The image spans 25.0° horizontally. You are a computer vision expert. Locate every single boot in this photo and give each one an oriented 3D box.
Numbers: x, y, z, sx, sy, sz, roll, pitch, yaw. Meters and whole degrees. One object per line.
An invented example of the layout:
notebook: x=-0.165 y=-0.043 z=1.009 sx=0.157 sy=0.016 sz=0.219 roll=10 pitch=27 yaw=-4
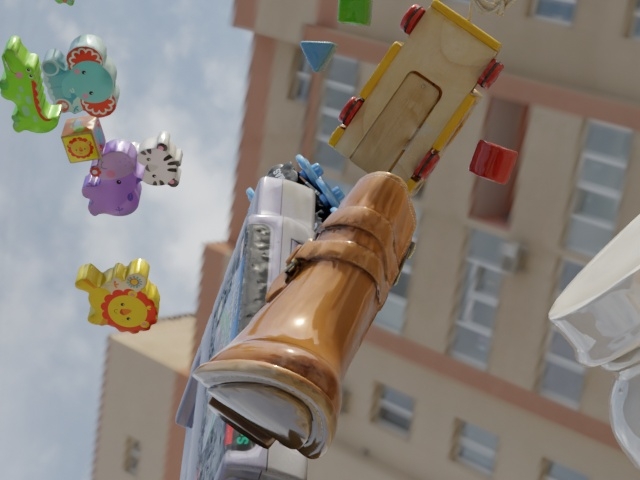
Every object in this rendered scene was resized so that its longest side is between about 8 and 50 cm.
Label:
boot: x=0.003 y=0.030 z=0.742 sx=0.073 sy=0.197 sz=0.152 roll=36 pitch=-102 yaw=-5

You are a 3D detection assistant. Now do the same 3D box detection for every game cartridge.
game cartridge: x=-0.062 y=0.142 z=1.008 sx=0.355 sy=0.068 sz=0.230 roll=-88 pitch=12 yaw=-51

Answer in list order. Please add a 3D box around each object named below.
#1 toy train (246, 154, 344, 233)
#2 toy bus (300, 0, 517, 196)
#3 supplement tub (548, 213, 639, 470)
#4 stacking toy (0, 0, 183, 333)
toy train: x=0.000 y=0.000 z=1.267 sx=0.080 sy=0.184 sz=0.105 roll=-34 pitch=-54 yaw=1
toy bus: x=0.098 y=-0.139 z=1.320 sx=0.104 sy=0.202 sz=0.191 roll=-25 pitch=-74 yaw=-77
supplement tub: x=0.307 y=0.098 z=0.762 sx=0.331 sy=0.241 sz=0.241 roll=48 pitch=-119 yaw=1
stacking toy: x=-0.143 y=-0.073 z=0.942 sx=0.167 sy=0.052 sz=0.221 roll=-89 pitch=-13 yaw=-52
